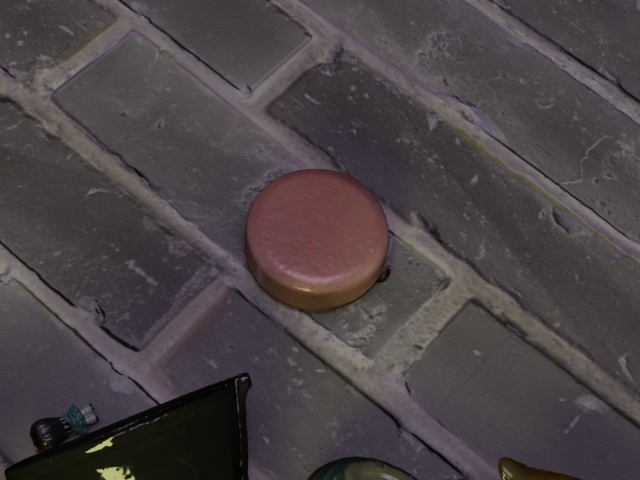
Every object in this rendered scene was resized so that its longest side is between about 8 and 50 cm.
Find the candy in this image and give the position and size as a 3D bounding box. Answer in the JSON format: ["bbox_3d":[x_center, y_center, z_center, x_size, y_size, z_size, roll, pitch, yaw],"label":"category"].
[{"bbox_3d":[0.000,0.000,1.867,0.255,0.094,0.255,2,61,-4],"label":"candy"}]

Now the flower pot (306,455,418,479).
[{"bbox_3d":[0.080,0.414,1.601,0.243,0.157,0.189,28,35,16],"label":"flower pot"}]

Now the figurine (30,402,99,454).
[{"bbox_3d":[-0.393,0.290,1.709,0.106,0.047,0.060,-23,103,-24],"label":"figurine"}]

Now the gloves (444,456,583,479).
[{"bbox_3d":[0.338,0.413,1.652,0.331,0.154,0.141,6,60,-10],"label":"gloves"}]

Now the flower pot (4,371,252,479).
[{"bbox_3d":[-0.230,0.362,1.553,0.379,0.379,0.251,-20,88,-15],"label":"flower pot"}]
